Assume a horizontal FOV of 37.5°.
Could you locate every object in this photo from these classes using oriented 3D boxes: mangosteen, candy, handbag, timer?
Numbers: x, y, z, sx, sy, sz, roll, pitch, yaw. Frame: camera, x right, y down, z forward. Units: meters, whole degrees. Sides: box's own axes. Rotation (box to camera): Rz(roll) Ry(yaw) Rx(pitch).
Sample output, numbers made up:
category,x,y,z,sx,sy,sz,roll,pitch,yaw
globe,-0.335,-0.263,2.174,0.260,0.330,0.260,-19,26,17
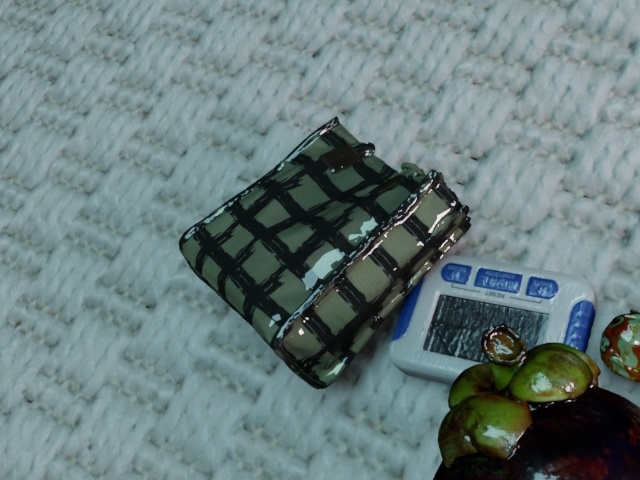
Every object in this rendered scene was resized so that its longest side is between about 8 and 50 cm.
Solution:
category,x,y,z,sx,sy,sz,roll,pitch,yaw
mangosteen,0.253,0.273,1.047,0.311,0.311,0.311,-9,61,17
candy,0.485,0.164,1.156,0.288,0.078,0.084,19,102,25
handbag,0.000,0.000,1.350,0.327,0.162,0.325,-45,40,-5
timer,0.232,0.120,1.273,0.254,0.078,0.178,11,70,27
